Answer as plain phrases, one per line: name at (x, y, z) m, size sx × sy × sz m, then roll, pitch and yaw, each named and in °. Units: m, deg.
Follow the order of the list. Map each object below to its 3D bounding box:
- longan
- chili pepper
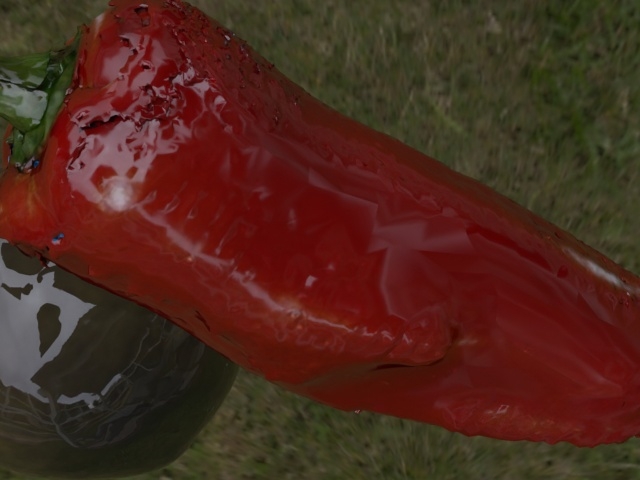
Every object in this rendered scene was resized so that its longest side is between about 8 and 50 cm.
longan at (-0.121, 0.037, 0.777) m, size 0.167 × 0.187 × 0.167 m, roll -16°, pitch 53°, yaw 23°
chili pepper at (0.000, 0.000, 0.568) m, size 0.388 × 0.110 × 0.110 m, roll 26°, pitch 81°, yaw -26°
